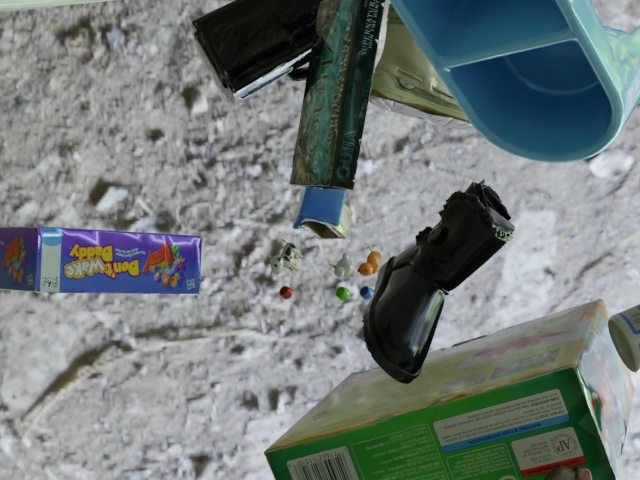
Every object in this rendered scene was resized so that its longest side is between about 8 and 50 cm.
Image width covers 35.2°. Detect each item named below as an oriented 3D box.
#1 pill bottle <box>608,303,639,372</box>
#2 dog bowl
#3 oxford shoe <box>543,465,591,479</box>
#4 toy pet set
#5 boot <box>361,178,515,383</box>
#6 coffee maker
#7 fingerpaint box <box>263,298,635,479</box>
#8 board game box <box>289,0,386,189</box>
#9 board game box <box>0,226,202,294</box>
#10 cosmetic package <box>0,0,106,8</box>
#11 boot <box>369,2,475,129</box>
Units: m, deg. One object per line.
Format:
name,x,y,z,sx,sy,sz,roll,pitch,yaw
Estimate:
pill bottle,0.437,0.105,1.257,0.137,0.078,0.078,-22,132,-2
dog bowl,0.159,-0.176,0.822,0.166,0.074,0.297,-6,138,39
oxford shoe,0.182,0.374,1.055,0.130,0.348,0.123,24,152,15
toy pet set,0.000,0.000,1.078,0.122,0.114,0.065,-3,152,35
boot,0.157,0.044,1.314,0.094,0.246,0.207,36,121,-14
coffee maker,-0.058,-0.255,1.189,0.178,0.120,0.171,-31,153,-9
fingerpaint box,0.203,0.259,1.451,0.444,0.371,0.163,-20,92,22
board game box,0.014,-0.141,0.957,0.026,0.126,0.186,10,90,-20
board game box,-0.355,0.027,1.360,0.233,0.347,0.078,4,87,-42
cosmetic package,-0.215,-0.214,0.685,0.085,0.231,0.117,0,104,18
boot,0.185,-0.264,1.549,0.213,0.077,0.165,15,83,-17
